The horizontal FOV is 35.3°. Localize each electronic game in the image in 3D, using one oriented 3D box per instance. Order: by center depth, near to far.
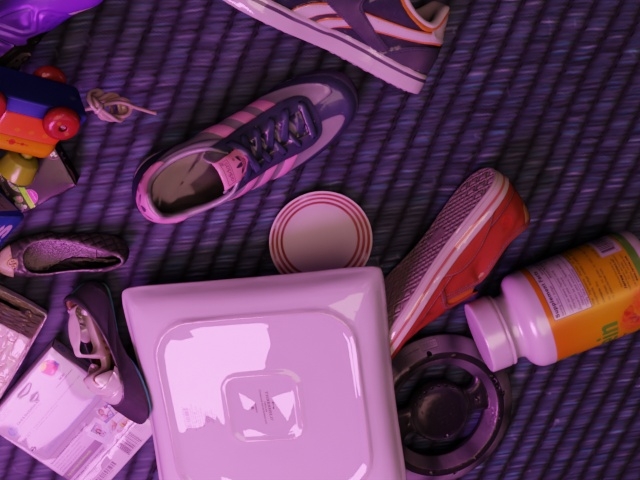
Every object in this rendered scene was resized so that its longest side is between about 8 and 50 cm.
[{"bbox_3d":[0.169,0.243,1.449,0.229,0.048,0.229,-3,104,-15],"label":"electronic game"}]

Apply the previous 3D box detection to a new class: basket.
[{"bbox_3d":[-0.445,0.150,1.304,0.113,0.103,0.167,29,101,-14],"label":"basket"}]

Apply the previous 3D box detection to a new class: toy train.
[{"bbox_3d":[-0.332,-0.124,1.195,0.248,0.105,0.143,12,126,-37],"label":"toy train"}]

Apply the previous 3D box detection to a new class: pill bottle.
[{"bbox_3d":[0.330,0.090,1.380,0.246,0.136,0.136,-21,109,-1],"label":"pill bottle"}]

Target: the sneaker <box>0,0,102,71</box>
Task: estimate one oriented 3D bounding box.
[{"bbox_3d":[-0.387,-0.238,1.205,0.293,0.102,0.146,-14,115,0],"label":"sneaker"}]

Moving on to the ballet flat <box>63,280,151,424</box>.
[{"bbox_3d":[-0.288,0.154,1.322,0.074,0.074,0.203,-19,91,-2],"label":"ballet flat"}]

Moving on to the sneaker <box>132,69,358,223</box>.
[{"bbox_3d":[-0.087,-0.107,1.262,0.319,0.131,0.112,-30,108,1],"label":"sneaker"}]

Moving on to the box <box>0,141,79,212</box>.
[{"bbox_3d":[-0.357,-0.082,1.273,0.083,0.052,0.062,-26,109,-1],"label":"box"}]

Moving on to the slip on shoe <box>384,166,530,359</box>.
[{"bbox_3d":[0.162,0.057,1.361,0.101,0.123,0.331,37,94,-21],"label":"slip on shoe"}]

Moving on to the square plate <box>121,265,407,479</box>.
[{"bbox_3d":[-0.071,0.213,1.329,0.344,0.049,0.347,-5,109,7],"label":"square plate"}]

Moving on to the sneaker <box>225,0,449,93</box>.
[{"bbox_3d":[0.010,-0.298,1.225,0.321,0.126,0.127,20,108,-24],"label":"sneaker"}]

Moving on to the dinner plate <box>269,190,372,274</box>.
[{"bbox_3d":[0.000,0.000,1.368,0.141,0.017,0.141,-3,107,-8],"label":"dinner plate"}]

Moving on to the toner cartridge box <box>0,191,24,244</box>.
[{"bbox_3d":[-0.543,0.044,1.243,0.165,0.075,0.348,42,98,8],"label":"toner cartridge box"}]

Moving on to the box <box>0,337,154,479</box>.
[{"bbox_3d":[-0.337,0.246,1.383,0.186,0.038,0.145,39,97,-18],"label":"box"}]

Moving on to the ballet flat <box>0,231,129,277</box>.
[{"bbox_3d":[-0.336,0.019,1.308,0.173,0.049,0.057,-7,107,-6],"label":"ballet flat"}]
